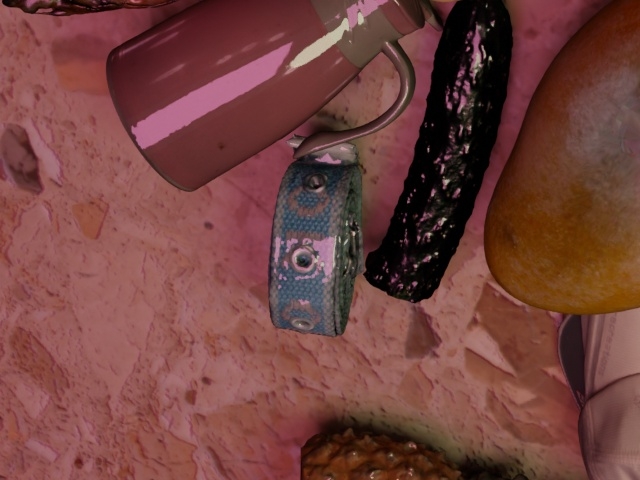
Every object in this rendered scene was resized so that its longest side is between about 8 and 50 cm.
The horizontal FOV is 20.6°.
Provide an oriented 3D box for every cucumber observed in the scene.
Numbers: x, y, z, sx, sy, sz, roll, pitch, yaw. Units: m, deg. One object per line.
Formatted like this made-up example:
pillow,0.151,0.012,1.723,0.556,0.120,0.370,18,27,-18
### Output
cucumber,0.116,-0.083,1.557,0.081,0.072,0.303,13,122,-9

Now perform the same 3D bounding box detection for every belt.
belt,0.000,0.007,1.604,0.082,0.148,0.163,6,148,9

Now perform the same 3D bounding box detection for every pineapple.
pineapple,0.145,0.274,1.714,0.340,0.169,0.169,3,119,7

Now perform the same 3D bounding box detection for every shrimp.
shrimp,-0.203,-0.272,1.564,0.195,0.035,0.148,-7,118,12

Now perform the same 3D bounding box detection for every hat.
hat,0.327,0.146,1.580,0.232,0.161,0.275,-4,112,13

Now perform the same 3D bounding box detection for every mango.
mango,0.269,-0.075,1.444,0.221,0.199,0.384,50,123,5

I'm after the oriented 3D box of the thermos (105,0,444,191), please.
thermos,-0.032,-0.152,1.524,0.265,0.146,0.176,-26,93,18
